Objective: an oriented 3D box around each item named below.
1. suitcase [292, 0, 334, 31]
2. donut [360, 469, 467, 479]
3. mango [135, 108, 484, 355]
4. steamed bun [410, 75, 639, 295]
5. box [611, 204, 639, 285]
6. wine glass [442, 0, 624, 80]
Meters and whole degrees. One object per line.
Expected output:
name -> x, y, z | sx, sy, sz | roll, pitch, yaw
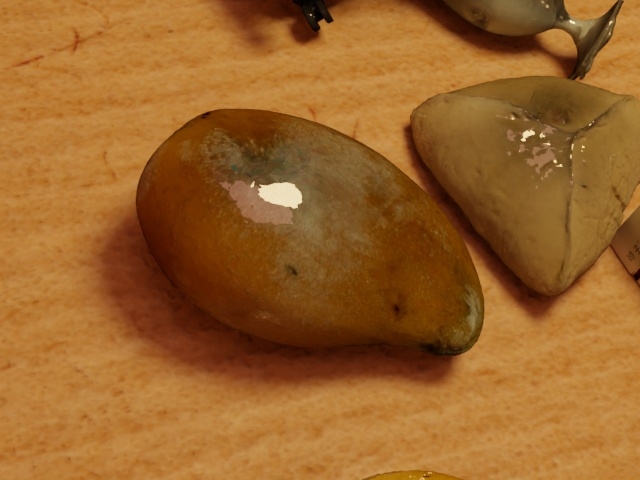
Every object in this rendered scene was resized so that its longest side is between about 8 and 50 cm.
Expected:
suitcase -> 0.000, -0.357, 1.130 | 0.193, 0.143, 0.235 | -32, 68, 9
donut -> 0.073, 0.284, 0.842 | 0.253, 0.118, 0.254 | 0, 54, 1
mango -> 0.000, 0.000, 0.964 | 0.316, 0.146, 0.193 | 22, 65, -9
steamed bun -> 0.221, -0.089, 1.085 | 0.212, 0.110, 0.231 | -31, 71, -23
box -> 0.339, 0.035, 1.065 | 0.040, 0.084, 0.154 | -22, 69, -23
wine glass -> 0.196, -0.256, 1.189 | 0.222, 0.103, 0.103 | 30, 58, 4
